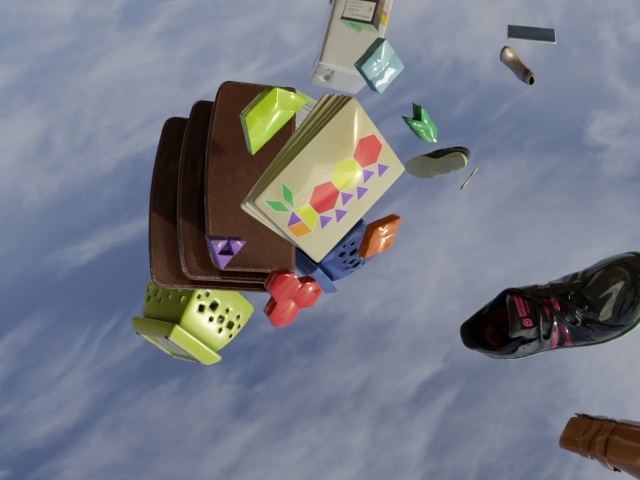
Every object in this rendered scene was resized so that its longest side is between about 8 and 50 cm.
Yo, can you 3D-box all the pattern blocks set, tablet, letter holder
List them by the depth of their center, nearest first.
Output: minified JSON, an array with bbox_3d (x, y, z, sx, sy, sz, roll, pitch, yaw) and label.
[{"bbox_3d":[0.006,-0.069,0.682,0.325,0.285,0.026,-40,-141,-8],"label":"pattern blocks set"},{"bbox_3d":[-0.157,-0.083,0.876,0.215,0.152,0.301,4,-107,-14],"label":"letter holder"},{"bbox_3d":[0.373,-0.366,0.992,0.084,0.006,0.054,10,-133,9],"label":"tablet"}]

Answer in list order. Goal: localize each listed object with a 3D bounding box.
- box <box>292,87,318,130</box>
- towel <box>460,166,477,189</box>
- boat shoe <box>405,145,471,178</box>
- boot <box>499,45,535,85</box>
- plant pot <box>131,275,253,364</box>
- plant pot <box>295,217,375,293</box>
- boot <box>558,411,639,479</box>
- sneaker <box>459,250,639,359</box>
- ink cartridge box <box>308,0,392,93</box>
[{"bbox_3d":[-0.122,-0.244,1.419,0.214,0.117,0.242,12,-97,50],"label":"box"},{"bbox_3d":[0.479,-0.199,1.808,0.009,0.060,0.083,37,-89,11],"label":"towel"},{"bbox_3d":[0.232,-0.155,1.105,0.133,0.048,0.042,-6,-154,39],"label":"boat shoe"},{"bbox_3d":[0.503,-0.439,1.412,0.042,0.119,0.087,-46,-119,19],"label":"boot"},{"bbox_3d":[-0.363,0.209,1.545,0.227,0.228,0.207,2,-125,38],"label":"plant pot"},{"bbox_3d":[0.000,0.000,1.548,0.236,0.236,0.212,39,-95,26],"label":"plant pot"},{"bbox_3d":[0.536,0.374,0.981,0.220,0.108,0.284,8,-170,34],"label":"boot"},{"bbox_3d":[0.536,0.175,1.299,0.202,0.483,0.185,8,-123,-42],"label":"sneaker"},{"bbox_3d":[0.071,-0.465,1.162,0.117,0.201,0.277,14,-87,-8],"label":"ink cartridge box"}]
